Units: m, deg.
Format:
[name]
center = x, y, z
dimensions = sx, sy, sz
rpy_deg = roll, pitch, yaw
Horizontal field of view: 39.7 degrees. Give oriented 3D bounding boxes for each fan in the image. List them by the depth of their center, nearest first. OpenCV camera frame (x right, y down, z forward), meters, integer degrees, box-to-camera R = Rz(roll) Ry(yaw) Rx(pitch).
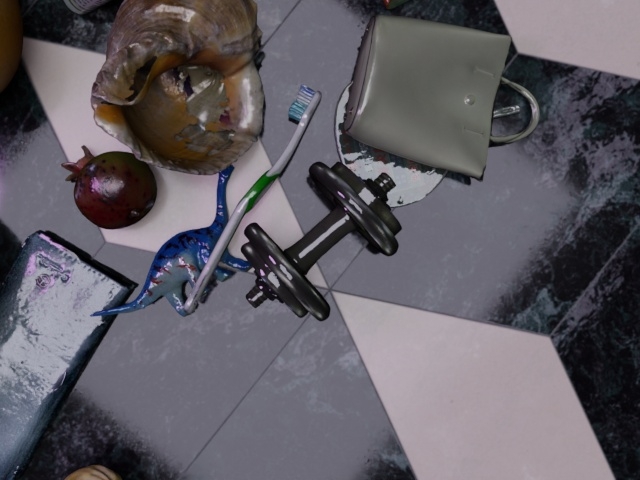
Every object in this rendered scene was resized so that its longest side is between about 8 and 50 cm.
[fan]
center = 0.149, -0.200, 1.454
dimensions = 0.294, 0.012, 0.223
rpy_deg = -42, 89, -2

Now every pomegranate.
[pomegranate]
center = -0.334, -0.090, 1.379
dimensions = 0.159, 0.129, 0.129
rpy_deg = 34, 89, -1

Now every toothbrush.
[toothbrush]
center = -0.102, -0.067, 1.386
dimensions = 0.040, 0.042, 0.418
rpy_deg = 26, 74, 3

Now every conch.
[conch]
center = -0.226, -0.242, 1.342
dimensions = 0.352, 0.210, 0.297
rpy_deg = -40, 113, -32

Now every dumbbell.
[dumbbell]
center = 0.000, 0.000, 1.356
dimensions = 0.290, 0.192, 0.192
rpy_deg = -42, 91, -2

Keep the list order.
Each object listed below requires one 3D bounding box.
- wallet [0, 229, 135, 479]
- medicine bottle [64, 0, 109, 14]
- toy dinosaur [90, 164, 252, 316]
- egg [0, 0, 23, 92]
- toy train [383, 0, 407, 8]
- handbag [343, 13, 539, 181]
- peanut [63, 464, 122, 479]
[wallet]
center = -0.474, 0.186, 1.411
dimensions = 0.190, 0.046, 0.379
rpy_deg = 31, 88, -3
[medicine bottle]
center = -0.317, -0.416, 1.343
dimensions = 0.092, 0.220, 0.061
rpy_deg = 40, 51, -38
[toy dinosaur]
center = -0.201, 0.039, 1.405
dimensions = 0.144, 0.076, 0.329
rpy_deg = 40, 81, 4
[egg]
center = -0.592, -0.348, 1.293
dimensions = 0.282, 0.282, 0.351
rpy_deg = -41, 94, -2
[toy train]
center = 0.160, -0.443, 1.412
dimensions = 0.188, 0.099, 0.072
rpy_deg = -28, 88, -1
[handbag]
center = 0.205, -0.229, 1.401
dimensions = 0.315, 0.109, 0.241
rpy_deg = 12, 88, -5
[peanut]
center = -0.370, 0.499, 1.370
dimensions = 0.147, 0.147, 0.306
rpy_deg = 18, 93, -2
